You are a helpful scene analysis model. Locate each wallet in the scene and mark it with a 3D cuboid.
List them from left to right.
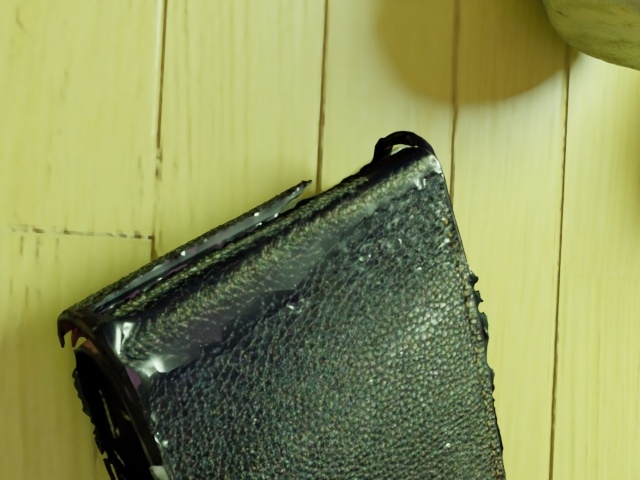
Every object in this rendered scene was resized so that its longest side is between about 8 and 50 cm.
[{"bbox_3d":[0.000,0.101,0.588,0.221,0.071,0.262,-32,115,-33],"label":"wallet"}]

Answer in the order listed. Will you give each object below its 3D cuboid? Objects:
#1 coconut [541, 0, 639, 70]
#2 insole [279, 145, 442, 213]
[{"bbox_3d":[0.218,-0.191,0.675,0.161,0.161,0.162,24,85,-33],"label":"coconut"},{"bbox_3d":[0.000,0.000,0.617,0.197,0.004,0.065,-33,109,-30],"label":"insole"}]
